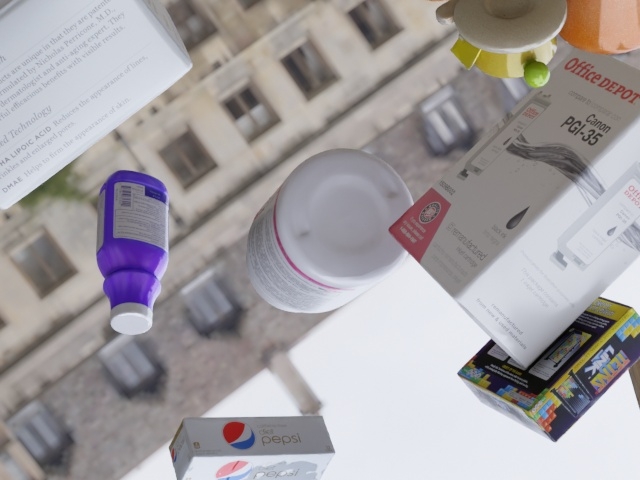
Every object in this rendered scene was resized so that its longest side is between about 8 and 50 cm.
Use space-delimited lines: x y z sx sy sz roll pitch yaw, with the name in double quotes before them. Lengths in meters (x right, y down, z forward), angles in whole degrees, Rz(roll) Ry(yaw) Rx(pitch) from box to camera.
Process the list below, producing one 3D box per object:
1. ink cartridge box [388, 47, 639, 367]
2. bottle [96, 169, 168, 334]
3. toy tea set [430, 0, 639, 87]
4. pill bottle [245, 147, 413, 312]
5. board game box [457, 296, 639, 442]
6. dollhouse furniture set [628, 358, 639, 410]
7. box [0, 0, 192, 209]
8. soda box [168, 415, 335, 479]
"ink cartridge box" 0.229 -0.043 1.389 0.283 0.117 0.207 -45 -156 3
"bottle" -0.308 0.019 2.325 0.092 0.118 0.282 -47 -142 43
"toy tea set" 0.147 -0.239 1.194 0.200 0.124 0.336 -26 -128 -10
"pill bottle" 0.000 0.000 1.691 0.160 0.160 0.283 -39 179 -18
"board game box" 0.226 0.114 1.377 0.141 0.048 0.170 -42 -163 -8
"dollhouse furniture set" 0.493 0.172 1.752 0.144 0.123 0.151 -2 159 -34
"box" -0.210 -0.145 1.073 0.182 0.119 0.181 -36 -155 3
"soda box" -0.094 0.290 1.955 0.216 0.069 0.074 2 136 -27
